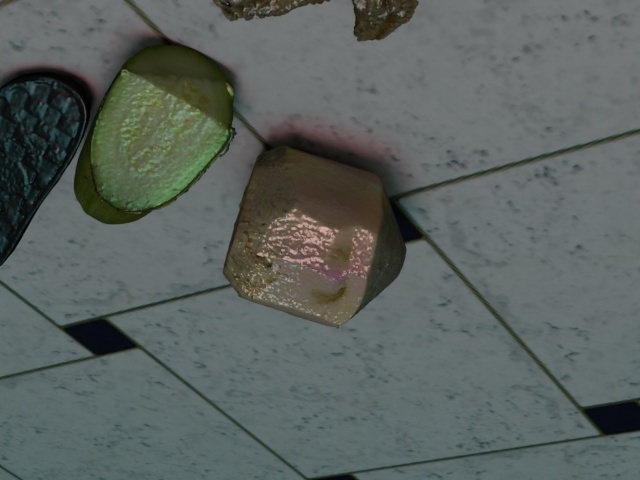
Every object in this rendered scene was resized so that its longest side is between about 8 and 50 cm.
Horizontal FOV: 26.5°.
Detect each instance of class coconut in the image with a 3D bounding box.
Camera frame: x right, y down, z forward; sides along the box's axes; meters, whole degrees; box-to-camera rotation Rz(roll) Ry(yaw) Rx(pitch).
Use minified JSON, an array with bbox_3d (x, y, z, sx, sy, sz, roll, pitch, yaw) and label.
[{"bbox_3d":[0.000,0.000,0.956,0.122,0.116,0.116,16,145,-6],"label":"coconut"}]

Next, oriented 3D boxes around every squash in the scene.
[{"bbox_3d":[-0.131,-0.050,0.951,0.090,0.075,0.200,-3,154,-28],"label":"squash"}]

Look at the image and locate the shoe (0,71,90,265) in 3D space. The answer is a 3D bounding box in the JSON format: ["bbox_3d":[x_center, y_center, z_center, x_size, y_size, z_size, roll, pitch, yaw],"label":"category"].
[{"bbox_3d":[-0.218,-0.057,0.983,0.071,0.049,0.179,31,121,-5],"label":"shoe"}]

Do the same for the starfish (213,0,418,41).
[{"bbox_3d":[0.036,-0.159,0.772,0.209,0.053,0.150,8,150,0],"label":"starfish"}]
